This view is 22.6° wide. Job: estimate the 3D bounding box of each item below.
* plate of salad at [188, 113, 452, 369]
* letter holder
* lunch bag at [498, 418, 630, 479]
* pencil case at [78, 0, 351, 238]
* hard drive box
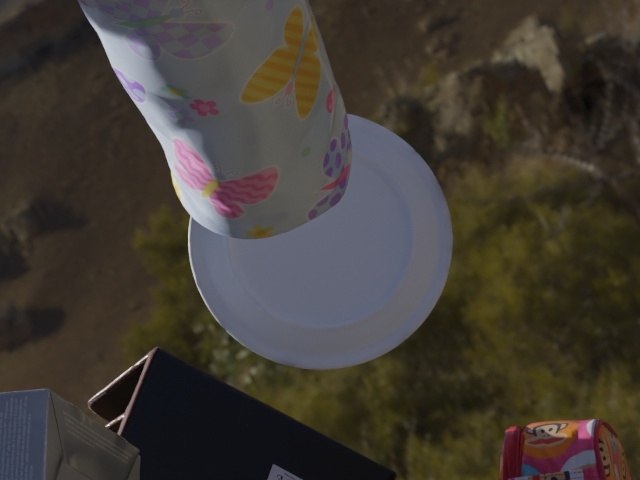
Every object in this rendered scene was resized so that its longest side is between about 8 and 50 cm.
[{"bbox_3d":[0.000,0.000,1.216,0.200,0.200,0.048,-31,-9,-6],"label":"plate of salad"},{"bbox_3d":[-0.113,0.273,1.711,0.214,0.302,0.152,-35,30,54],"label":"letter holder"},{"bbox_3d":[0.260,0.327,1.571,0.120,0.293,0.258,-8,-17,18],"label":"lunch bag"},{"bbox_3d":[-0.064,-0.110,0.880,0.124,0.273,0.113,17,65,25],"label":"pencil case"},{"bbox_3d":[-0.272,0.183,1.177,0.232,0.181,0.089,-7,67,14],"label":"hard drive box"}]
